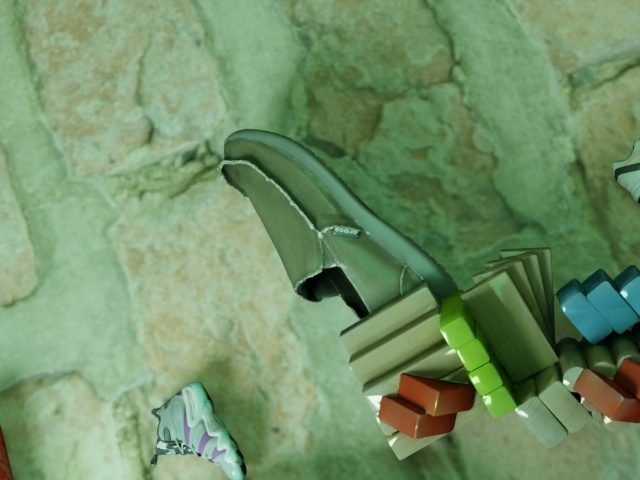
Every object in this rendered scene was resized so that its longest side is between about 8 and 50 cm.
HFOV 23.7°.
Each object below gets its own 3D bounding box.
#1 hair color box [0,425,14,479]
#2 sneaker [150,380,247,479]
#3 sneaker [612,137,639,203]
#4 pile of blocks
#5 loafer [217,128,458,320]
[{"bbox_3d":[-0.284,0.217,1.241,0.072,0.043,0.141,-20,65,-1],"label":"hair color box"},{"bbox_3d":[-0.106,0.169,1.241,0.069,0.038,0.098,-31,55,-4],"label":"sneaker"},{"bbox_3d":[0.291,-0.082,1.290,0.109,0.040,0.044,-42,64,-11],"label":"sneaker"},{"bbox_3d":[0.194,0.086,1.153,0.362,0.112,0.149,-6,102,5],"label":"pile of blocks"},{"bbox_3d":[0.000,0.000,1.268,0.251,0.094,0.087,38,75,21],"label":"loafer"}]
